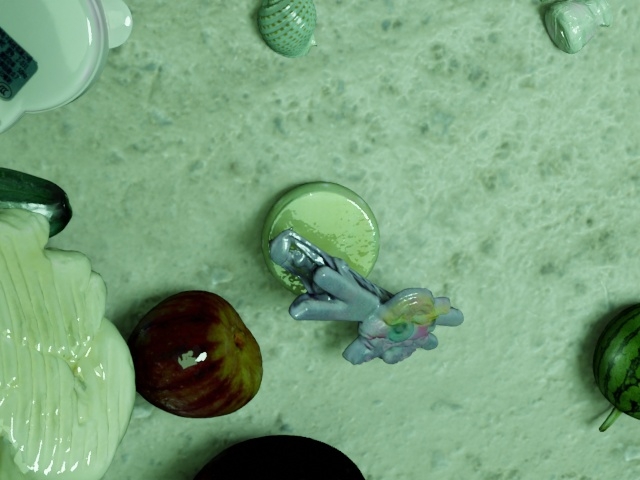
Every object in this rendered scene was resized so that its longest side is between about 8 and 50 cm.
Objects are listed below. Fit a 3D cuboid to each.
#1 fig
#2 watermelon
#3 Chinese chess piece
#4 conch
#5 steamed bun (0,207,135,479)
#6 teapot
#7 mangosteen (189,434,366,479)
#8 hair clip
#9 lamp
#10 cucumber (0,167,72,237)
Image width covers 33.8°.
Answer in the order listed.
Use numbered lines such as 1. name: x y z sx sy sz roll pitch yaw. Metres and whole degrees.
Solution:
1. fig: -0.169 0.138 1.243 0.202 0.148 0.149 -8 135 -14
2. watermelon: 0.397 0.165 1.286 0.141 0.140 0.187 26 103 -7
3. Chinese chess piece: 0.000 0.000 1.275 0.144 0.058 0.144 -1 101 -5
4. conch: -0.039 -0.253 1.227 0.076 0.056 0.085 -25 101 15
5. steamed bun: -0.395 0.148 1.150 0.247 0.352 0.339 -30 78 42
6. teapot: 0.300 -0.267 1.242 0.064 0.064 0.083 -30 69 -5
7. mangosteen: -0.072 0.372 1.263 0.302 0.275 0.274 -15 103 34
8. hair clip: 0.055 0.084 1.227 0.278 0.090 0.137 28 115 -31
9. lamp: -0.343 -0.219 1.190 0.246 0.108 0.179 -43 95 7
10. cucumber: -0.420 -0.038 1.246 0.244 0.063 0.115 -2 102 -4
